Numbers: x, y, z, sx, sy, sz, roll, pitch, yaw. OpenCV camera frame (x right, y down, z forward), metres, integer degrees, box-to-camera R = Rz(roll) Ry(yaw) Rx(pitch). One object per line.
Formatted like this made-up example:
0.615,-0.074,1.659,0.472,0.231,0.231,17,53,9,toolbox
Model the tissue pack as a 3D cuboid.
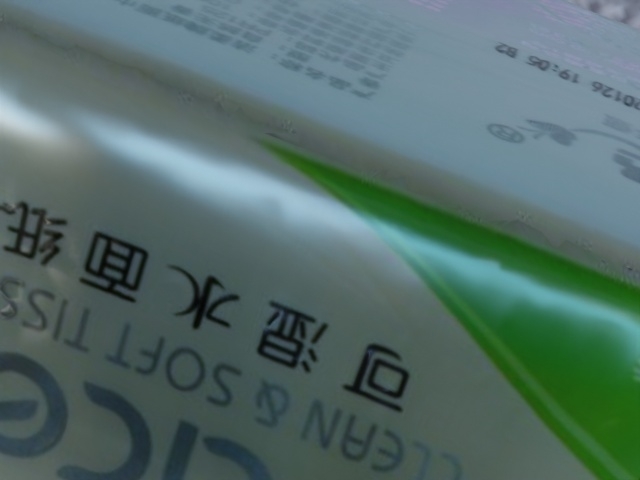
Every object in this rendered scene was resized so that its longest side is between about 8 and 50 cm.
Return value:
0.000,0.000,0.723,0.405,0.205,0.332,23,22,6,tissue pack
